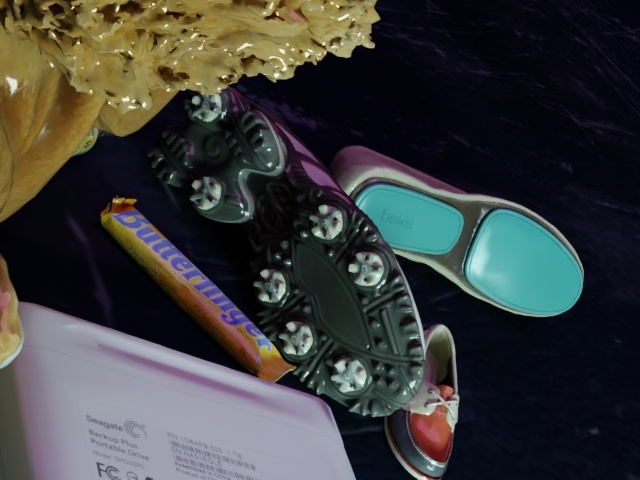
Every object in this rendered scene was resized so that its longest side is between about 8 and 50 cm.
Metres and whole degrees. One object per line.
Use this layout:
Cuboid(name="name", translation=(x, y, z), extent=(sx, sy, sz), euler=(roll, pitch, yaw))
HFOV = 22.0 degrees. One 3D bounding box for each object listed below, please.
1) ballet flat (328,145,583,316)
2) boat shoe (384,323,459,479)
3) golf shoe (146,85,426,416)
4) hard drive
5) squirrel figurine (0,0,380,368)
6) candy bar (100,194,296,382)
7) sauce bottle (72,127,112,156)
Cuboid(name="ballet flat", translation=(0.106, -0.011, 1.324), extent=(0.248, 0.086, 0.086), euler=(25, 30, -30))
Cuboid(name="boat shoe", translation=(0.074, 0.110, 1.123), extent=(0.049, 0.043, 0.137), euler=(35, 28, -19))
Cuboid(name="golf shoe", translation=(0.000, 0.000, 1.125), extent=(0.273, 0.105, 0.120), euler=(55, 21, 24))
Cuboid(name="hard drive", translation=(-0.043, 0.197, 0.818), extent=(0.233, 0.047, 0.353), euler=(22, 31, -36))
Cuboid(name="squirrel figurine", translation=(-0.155, -0.123, 0.778), extent=(0.281, 0.397, 0.370), euler=(45, 37, -18))
Cuboid(name="candy bar", translation=(-0.081, 0.032, 1.053), extent=(0.161, 0.018, 0.040), euler=(45, 25, 4))
Cuboid(name="sauce bottle", translation=(-0.167, -0.074, 1.065), extent=(0.042, 0.042, 0.128), euler=(47, 28, 9))
